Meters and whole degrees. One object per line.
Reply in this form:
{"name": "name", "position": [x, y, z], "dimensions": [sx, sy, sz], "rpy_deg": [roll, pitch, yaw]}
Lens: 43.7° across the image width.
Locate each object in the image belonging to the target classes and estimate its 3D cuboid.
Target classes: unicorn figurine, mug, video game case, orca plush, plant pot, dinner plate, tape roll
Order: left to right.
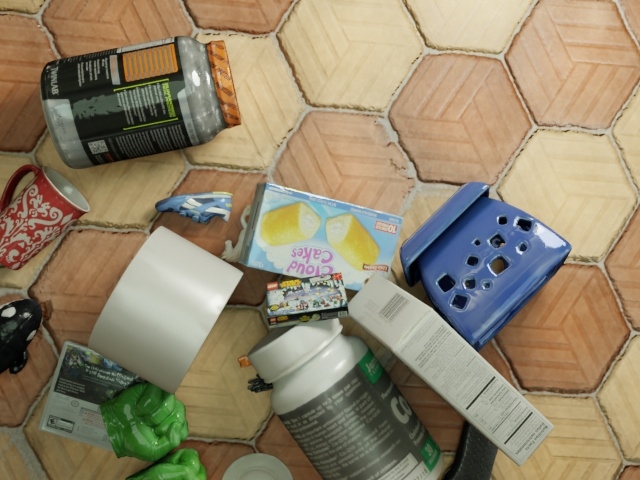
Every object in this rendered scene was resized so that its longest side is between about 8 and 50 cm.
{"name": "orca plush", "position": [-0.628, 0.207, 1.415], "dimensions": [0.287, 0.102, 0.151], "rpy_deg": [-21, 107, -3]}
{"name": "mug", "position": [-0.522, -0.044, 1.445], "dimensions": [0.169, 0.150, 0.113], "rpy_deg": [-44, 129, 3]}
{"name": "video game case", "position": [-0.408, 0.294, 1.485], "dimensions": [0.190, 0.022, 0.173], "rpy_deg": [17, 91, -3]}
{"name": "tape roll", "position": [-0.264, 0.119, 1.378], "dimensions": [0.169, 0.246, 0.246], "rpy_deg": [30, 89, -4]}
{"name": "unicorn figurine", "position": [-0.118, -0.011, 1.475], "dimensions": [0.161, 0.060, 0.111], "rpy_deg": [5, 88, -2]}
{"name": "dinner plate", "position": [-0.119, 0.473, 1.507], "dimensions": [0.141, 0.017, 0.141], "rpy_deg": [0, 91, -5]}
{"name": "plant pot", "position": [0.274, 0.043, 1.408], "dimensions": [0.236, 0.236, 0.212], "rpy_deg": [-45, 74, -2]}

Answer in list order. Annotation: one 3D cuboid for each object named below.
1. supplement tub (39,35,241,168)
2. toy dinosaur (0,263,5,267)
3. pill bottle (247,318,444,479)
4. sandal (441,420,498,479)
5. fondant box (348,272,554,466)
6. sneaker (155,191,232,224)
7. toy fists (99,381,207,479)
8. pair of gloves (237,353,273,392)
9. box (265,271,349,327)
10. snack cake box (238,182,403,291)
{"name": "supplement tub", "position": [-0.306, -0.245, 1.394], "dimensions": [0.315, 0.193, 0.194], "rpy_deg": [-11, 92, -3]}
{"name": "toy dinosaur", "position": [-0.703, 0.102, 1.446], "dimensions": [0.118, 0.064, 0.268], "rpy_deg": [43, 88, -19]}
{"name": "pill bottle", "position": [0.040, 0.300, 1.418], "dimensions": [0.204, 0.204, 0.361], "rpy_deg": [-35, 93, -2]}
{"name": "sandal", "position": [0.276, 0.452, 1.516], "dimensions": [0.097, 0.054, 0.255], "rpy_deg": [28, 80, -10]}
{"name": "fondant box", "position": [0.213, 0.215, 1.367], "dimensions": [0.096, 0.238, 0.330], "rpy_deg": [-47, 111, -3]}
{"name": "sneaker", "position": [-0.233, -0.058, 1.472], "dimensions": [0.144, 0.053, 0.059], "rpy_deg": [-4, 93, -2]}
{"name": "toy fists", "position": [-0.291, 0.390, 1.444], "dimensions": [0.142, 0.096, 0.279], "rpy_deg": [-19, 99, -14]}
{"name": "pair of gloves", "position": [-0.110, 0.243, 1.505], "dimensions": [0.074, 0.010, 0.083], "rpy_deg": [-19, 95, -4]}
{"name": "box", "position": [-0.024, 0.100, 1.357], "dimensions": [0.136, 0.094, 0.027], "rpy_deg": [-8, 125, -2]}
{"name": "snack cake box", "position": [0.000, 0.000, 1.440], "dimensions": [0.264, 0.089, 0.152], "rpy_deg": [13, 89, -17]}
